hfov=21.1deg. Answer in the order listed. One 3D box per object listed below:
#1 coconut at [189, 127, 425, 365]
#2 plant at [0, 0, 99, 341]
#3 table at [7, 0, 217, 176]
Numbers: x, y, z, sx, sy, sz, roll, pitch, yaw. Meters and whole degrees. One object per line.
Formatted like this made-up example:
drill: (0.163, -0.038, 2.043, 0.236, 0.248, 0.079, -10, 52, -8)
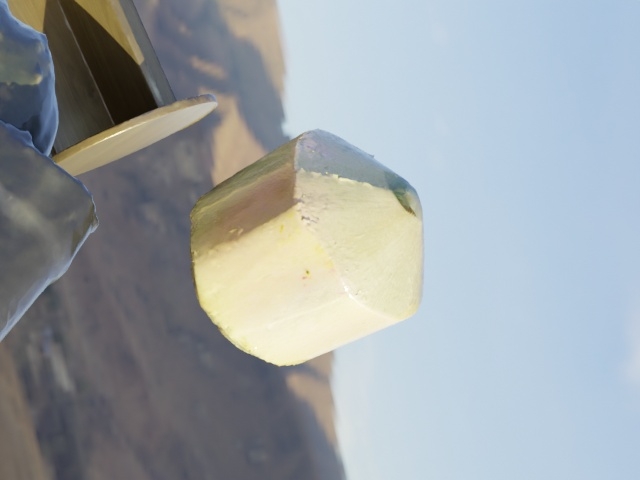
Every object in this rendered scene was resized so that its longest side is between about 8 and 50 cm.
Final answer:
coconut: (0.000, 0.000, 0.938, 0.116, 0.122, 0.116, 43, 34, -39)
plant: (-0.202, -0.008, 0.781, 0.142, 0.164, 0.256, -31, -148, 44)
table: (-0.205, -0.180, 1.403, 0.167, 0.167, 0.226, 150, -84, -85)
